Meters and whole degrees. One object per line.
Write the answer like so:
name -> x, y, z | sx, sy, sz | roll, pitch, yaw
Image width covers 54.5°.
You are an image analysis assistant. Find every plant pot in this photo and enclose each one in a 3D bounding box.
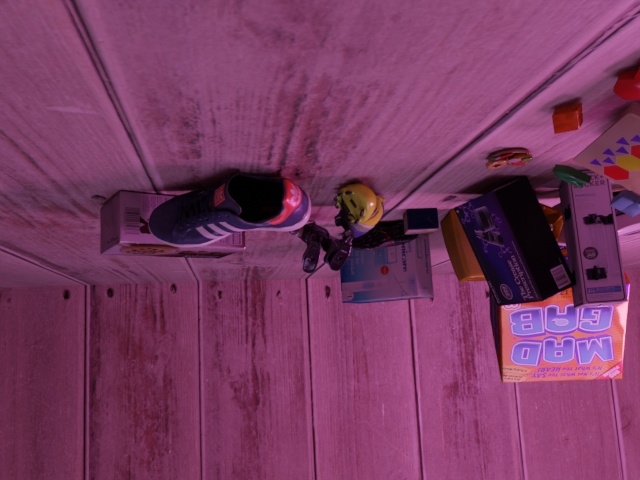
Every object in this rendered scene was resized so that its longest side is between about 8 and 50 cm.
plant pot -> 0.466, 0.017, 1.761 | 0.213, 0.187, 0.212 | -3, 172, 2

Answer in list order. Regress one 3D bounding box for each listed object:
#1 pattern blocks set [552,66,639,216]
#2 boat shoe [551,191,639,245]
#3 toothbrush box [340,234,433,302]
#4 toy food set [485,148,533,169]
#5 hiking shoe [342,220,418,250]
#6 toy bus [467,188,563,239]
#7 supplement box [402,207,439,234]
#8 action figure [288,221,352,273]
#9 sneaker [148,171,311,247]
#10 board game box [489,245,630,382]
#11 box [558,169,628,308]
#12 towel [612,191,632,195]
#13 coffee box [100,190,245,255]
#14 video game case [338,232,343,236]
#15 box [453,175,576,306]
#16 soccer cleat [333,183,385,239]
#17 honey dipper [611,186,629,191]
pattern blocks set -> 0.486, -0.133, 0.930 | 0.286, 0.026, 0.325 | 30, 163, -5
boat shoe -> 0.735, -0.046, 1.558 | 0.341, 0.127, 0.158 | -12, 159, 29
toothbrush box -> 0.220, 0.098, 2.108 | 0.296, 0.216, 0.126 | -8, 170, 33
toy food set -> 0.359, -0.154, 1.180 | 0.084, 0.020, 0.082 | -2, 171, 2
hiking shoe -> 0.180, -0.006, 1.850 | 0.227, 0.086, 0.114 | -4, 167, 5
toy bus -> 0.503, -0.057, 1.549 | 0.104, 0.202, 0.191 | -34, -175, -38
supplement box -> 0.271, -0.051, 1.689 | 0.084, 0.056, 0.083 | -2, 171, -2
action figure -> 0.000, 0.000, 1.646 | 0.186, 0.099, 0.285 | 11, -163, -12
sneaker -> -0.202, -0.073, 1.258 | 0.351, 0.131, 0.148 | -10, 163, 10
board game box -> 0.732, 0.193, 1.975 | 0.357, 0.356, 0.356 | -5, -151, 11
box -> 0.597, 0.001, 1.375 | 0.087, 0.289, 0.169 | -6, 168, 14
towel -> 0.754, -0.111, 1.594 | 0.083, 0.009, 0.060 | -7, 169, 20
coffee box -> -0.343, -0.029, 1.455 | 0.297, 0.118, 0.168 | 4, 168, -33
video game case -> 0.132, -0.021, 1.984 | 0.122, 0.011, 0.087 | -10, 167, 42
box -> 0.436, 0.009, 1.418 | 0.103, 0.261, 0.184 | -23, 177, -16
soccer cleat -> 0.100, -0.082, 1.439 | 0.121, 0.093, 0.289 | -32, 170, -9
honey dipper -> 0.663, -0.116, 1.490 | 0.161, 0.030, 0.030 | -8, 170, 18
